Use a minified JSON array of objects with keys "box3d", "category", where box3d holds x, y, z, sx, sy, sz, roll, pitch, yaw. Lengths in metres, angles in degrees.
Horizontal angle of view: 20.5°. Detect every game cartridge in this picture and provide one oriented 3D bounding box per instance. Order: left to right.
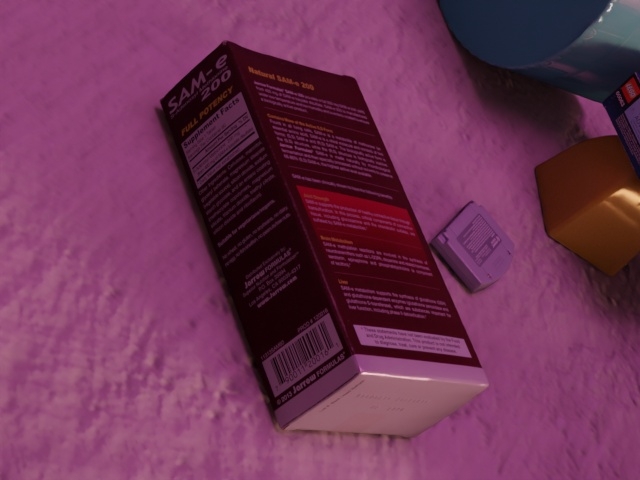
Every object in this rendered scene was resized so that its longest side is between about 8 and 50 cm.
[{"box3d":[0.114,0.006,1.295,0.056,0.017,0.083,47,31,1],"category":"game cartridge"}]

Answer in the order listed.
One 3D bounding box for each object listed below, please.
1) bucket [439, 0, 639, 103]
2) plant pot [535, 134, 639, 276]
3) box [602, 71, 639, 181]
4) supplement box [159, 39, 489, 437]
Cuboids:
[{"box3d":[0.239,-0.250,1.488,0.183,0.281,0.281,7,51,-39],"category":"bucket"},{"box3d":[0.235,-0.037,1.432,0.081,0.083,0.081,31,37,-30],"category":"plant pot"},{"box3d":[0.350,-0.052,1.433,0.233,0.044,0.159,1,56,-39],"category":"box"},{"box3d":[0.000,0.000,1.097,0.130,0.073,0.239,11,50,-48],"category":"supplement box"}]
